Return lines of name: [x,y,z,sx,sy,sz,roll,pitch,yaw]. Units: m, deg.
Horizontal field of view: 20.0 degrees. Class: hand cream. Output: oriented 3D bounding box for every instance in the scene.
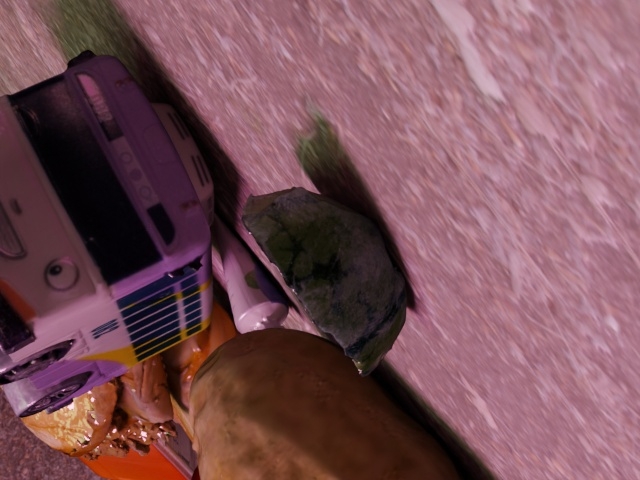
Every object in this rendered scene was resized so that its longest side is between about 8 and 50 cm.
hand cream: [-0.068,0.040,1.706,0.084,0.053,0.142,71,175,-57]

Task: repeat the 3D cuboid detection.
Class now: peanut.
peanut: [0.015,0.217,1.485,0.387,0.192,0.169,45,160,39]

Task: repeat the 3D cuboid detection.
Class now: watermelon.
watermelon: [0.000,0.000,1.210,0.187,0.071,0.139,52,180,-45]

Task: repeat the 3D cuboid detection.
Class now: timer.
timer: [-0.226,0.158,2.268,0.161,0.250,0.257,4,156,18]

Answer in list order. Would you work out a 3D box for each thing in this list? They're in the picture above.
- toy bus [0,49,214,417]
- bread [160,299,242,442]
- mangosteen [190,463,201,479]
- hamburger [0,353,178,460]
toy bus: [-0.222,0.003,1.655,0.209,0.249,0.440,62,172,10]
bread: [-0.119,0.171,2.116,0.173,0.121,0.311,47,165,38]
mangosteen: [-0.025,0.233,1.750,0.215,0.215,0.258,69,-170,-56]
hamburger: [-0.267,0.119,1.986,0.286,0.146,0.243,57,152,4]
